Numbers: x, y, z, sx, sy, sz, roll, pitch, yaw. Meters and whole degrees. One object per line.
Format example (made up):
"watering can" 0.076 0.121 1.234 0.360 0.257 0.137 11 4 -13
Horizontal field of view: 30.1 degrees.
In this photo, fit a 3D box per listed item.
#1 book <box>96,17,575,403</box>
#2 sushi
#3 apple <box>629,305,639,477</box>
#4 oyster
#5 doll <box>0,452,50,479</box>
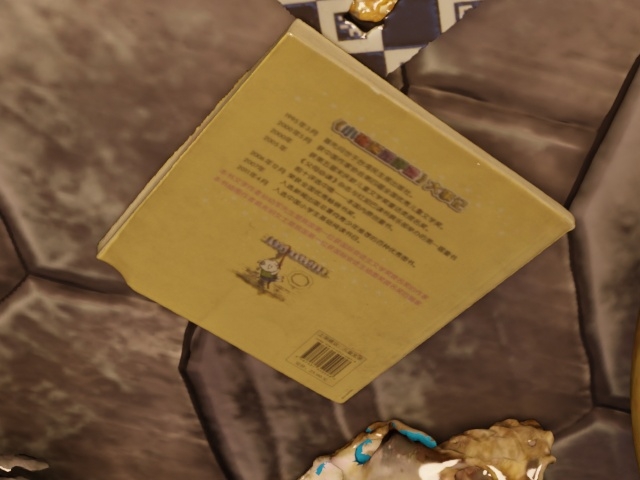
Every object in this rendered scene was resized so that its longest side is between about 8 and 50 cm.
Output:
"book" 0.000 0.000 0.593 0.168 0.013 0.192 32 131 -18
"sushi" 0.022 -0.144 0.498 0.120 0.026 0.126 -36 112 29
"apple" 0.287 0.063 0.481 0.319 0.277 0.319 1 136 0
"oyster" 0.039 0.211 0.692 0.223 0.214 0.083 -5 172 36
"doll" -0.224 0.156 0.687 0.340 0.158 0.246 7 159 -18
